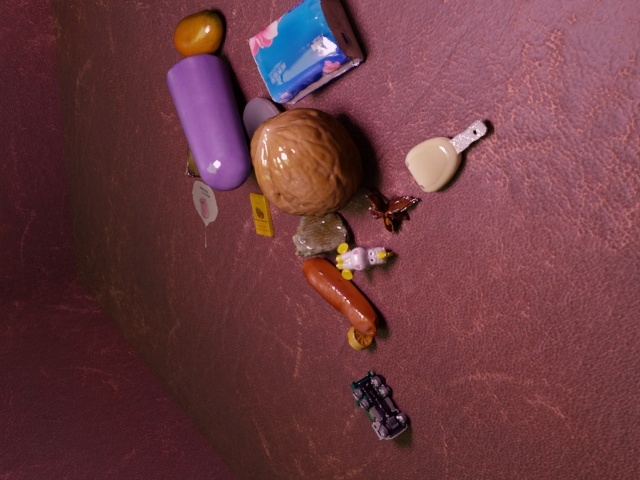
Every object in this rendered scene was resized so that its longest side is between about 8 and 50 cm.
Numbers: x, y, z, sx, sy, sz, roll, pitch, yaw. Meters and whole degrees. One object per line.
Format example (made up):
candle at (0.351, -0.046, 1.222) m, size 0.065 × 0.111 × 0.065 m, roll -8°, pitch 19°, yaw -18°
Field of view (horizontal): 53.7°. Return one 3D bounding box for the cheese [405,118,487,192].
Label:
cheese at (0.315, -0.219, 1.554) m, size 0.127 × 0.054 × 0.251 m, roll 59°, pitch 142°, yaw 6°

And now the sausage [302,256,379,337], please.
sausage at (0.070, 0.173, 2.024) m, size 0.348 × 0.094 × 0.097 m, roll 42°, pitch 150°, yaw 27°

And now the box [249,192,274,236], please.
box at (-0.212, -0.095, 2.288) m, size 0.087 × 0.023 × 0.155 m, roll 15°, pitch 119°, yaw 50°

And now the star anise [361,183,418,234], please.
star anise at (0.185, -0.112, 1.777) m, size 0.140 × 0.144 × 0.158 m, roll 12°, pitch 139°, yaw -4°

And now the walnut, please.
walnut at (-0.043, -0.219, 1.767) m, size 0.333 × 0.333 × 0.333 m, roll 26°, pitch 127°, yaw 41°

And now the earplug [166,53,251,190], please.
earplug at (-0.350, -0.369, 2.069) m, size 0.215 × 0.215 × 0.456 m, roll -48°, pitch 55°, yaw 50°

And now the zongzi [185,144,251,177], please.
zongzi at (-0.369, -0.381, 2.242) m, size 0.289 × 0.154 × 0.318 m, roll 4°, pitch 106°, yaw 42°

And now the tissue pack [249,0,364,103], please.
tissue pack at (-0.044, -0.518, 1.722) m, size 0.269 × 0.137 × 0.209 m, roll -22°, pitch 91°, yaw 35°

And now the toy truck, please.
toy truck at (0.183, 0.545, 2.070) m, size 0.216 × 0.110 × 0.116 m, roll 56°, pitch 154°, yaw 14°

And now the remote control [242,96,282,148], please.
remote control at (-0.145, -0.310, 2.029) m, size 0.332 × 0.103 × 0.221 m, roll 55°, pitch 146°, yaw 18°

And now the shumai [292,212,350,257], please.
shumai at (0.005, 0.003, 1.989) m, size 0.184 × 0.184 × 0.142 m, roll 43°, pitch 160°, yaw 29°

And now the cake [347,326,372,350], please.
cake at (0.126, 0.311, 2.032) m, size 0.084 × 0.084 × 0.044 m, roll 60°, pitch 141°, yaw 9°

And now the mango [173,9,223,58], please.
mango at (-0.408, -0.691, 2.142) m, size 0.221 × 0.120 × 0.152 m, roll 1°, pitch 108°, yaw 42°

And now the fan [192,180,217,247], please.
fan at (-0.480, -0.098, 2.624) m, size 0.182 × 0.010 × 0.310 m, roll 31°, pitch 130°, yaw 38°

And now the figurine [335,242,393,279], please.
figurine at (0.130, 0.051, 1.861) m, size 0.178 × 0.129 × 0.109 m, roll -23°, pitch 70°, yaw 56°
